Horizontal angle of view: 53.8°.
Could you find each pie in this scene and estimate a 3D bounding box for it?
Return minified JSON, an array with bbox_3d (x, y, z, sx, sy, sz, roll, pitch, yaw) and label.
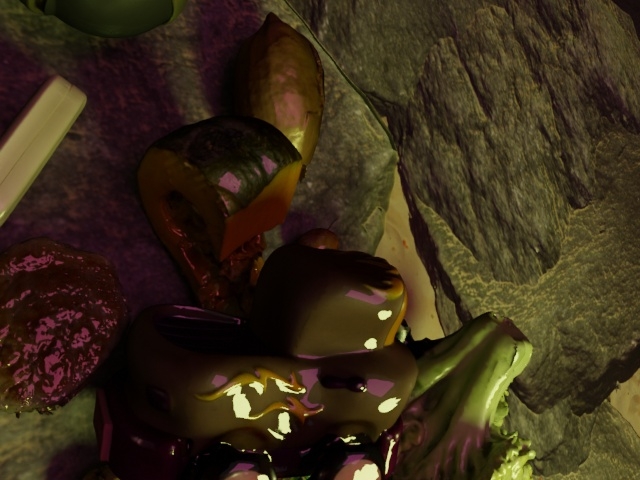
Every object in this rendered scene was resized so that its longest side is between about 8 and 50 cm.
[{"bbox_3d":[-0.293,0.084,0.660,0.163,0.079,0.193,48,54,-11],"label":"pie"}]

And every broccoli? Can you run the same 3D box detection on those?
[{"bbox_3d":[0.161,0.213,0.858,0.293,0.281,0.348,30,18,-15],"label":"broccoli"}]

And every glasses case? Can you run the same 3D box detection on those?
[{"bbox_3d":[-0.318,-0.091,0.667,0.050,0.083,0.196,39,56,-30],"label":"glasses case"}]

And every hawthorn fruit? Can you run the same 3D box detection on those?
[{"bbox_3d":[0.000,0.000,0.948,0.067,0.066,0.103,45,43,-26],"label":"hawthorn fruit"}]

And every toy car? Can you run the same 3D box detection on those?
[{"bbox_3d":[-0.055,0.126,0.676,0.340,0.271,0.241,4,100,-26],"label":"toy car"}]

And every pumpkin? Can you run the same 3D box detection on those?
[{"bbox_3d":[-0.098,-0.014,0.774,0.139,0.190,0.281,-36,106,-41],"label":"pumpkin"}]

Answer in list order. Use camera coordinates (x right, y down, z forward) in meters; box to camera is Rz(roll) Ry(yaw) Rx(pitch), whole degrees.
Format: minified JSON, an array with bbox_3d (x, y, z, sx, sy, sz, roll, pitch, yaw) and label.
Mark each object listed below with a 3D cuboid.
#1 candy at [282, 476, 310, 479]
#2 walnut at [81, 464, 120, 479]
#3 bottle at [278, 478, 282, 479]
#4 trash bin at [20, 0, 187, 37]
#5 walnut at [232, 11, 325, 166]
[{"bbox_3d":[0.037,0.384,0.900,0.323,0.097,0.097,42,56,-38],"label":"candy"},{"bbox_3d":[-0.221,0.291,0.681,0.078,0.082,0.096,-19,95,-14],"label":"walnut"},{"bbox_3d":[-0.078,0.418,0.735,0.144,0.144,0.336,-18,94,-42],"label":"bottle"},{"bbox_3d":[-0.280,-0.366,0.673,0.334,0.214,0.214,47,54,-19],"label":"trash bin"},{"bbox_3d":[-0.058,-0.202,0.887,0.137,0.137,0.245,4,87,-41],"label":"walnut"}]
